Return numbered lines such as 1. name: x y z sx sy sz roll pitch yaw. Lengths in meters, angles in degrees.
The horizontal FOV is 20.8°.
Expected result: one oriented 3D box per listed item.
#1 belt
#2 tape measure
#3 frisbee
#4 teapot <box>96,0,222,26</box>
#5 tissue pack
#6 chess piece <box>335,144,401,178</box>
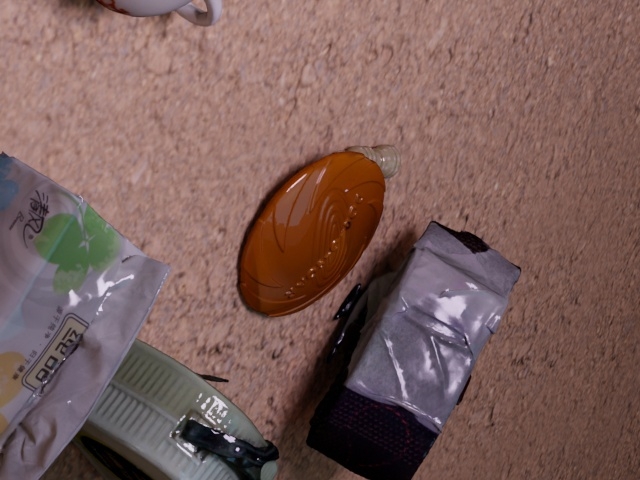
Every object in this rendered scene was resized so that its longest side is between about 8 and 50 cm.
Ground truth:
1. belt: 0.090 0.116 1.887 0.289 0.164 0.184 -59 178 -8
2. tape measure: -0.122 0.179 1.542 0.115 0.207 0.235 -55 149 -19
3. frisbee: 0.000 0.000 1.733 0.192 0.035 0.192 -32 144 -28
4. teapot: -0.117 -0.237 1.311 0.159 0.116 0.245 -60 160 -28
5. tissue pack: -0.226 0.081 1.341 0.229 0.145 0.159 -58 151 -9
6. chess piece: 0.043 -0.081 1.769 0.092 0.035 0.035 -1 115 -54
